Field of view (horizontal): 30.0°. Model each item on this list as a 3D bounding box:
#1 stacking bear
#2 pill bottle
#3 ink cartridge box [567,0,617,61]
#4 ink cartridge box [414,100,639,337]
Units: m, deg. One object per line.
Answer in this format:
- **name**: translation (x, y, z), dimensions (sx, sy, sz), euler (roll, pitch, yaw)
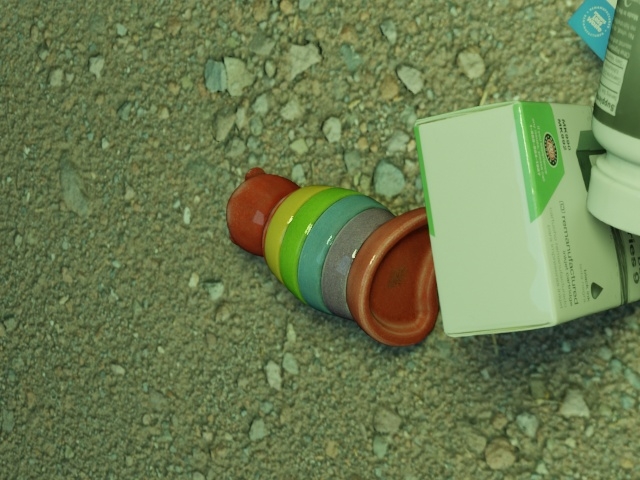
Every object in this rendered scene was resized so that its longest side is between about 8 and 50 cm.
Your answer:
- **stacking bear**: translation (0.000, 0.000, 1.482), dimensions (0.289, 0.164, 0.175), euler (25, 110, 39)
- **pill bottle**: translation (0.333, -0.150, 1.060), dimensions (0.161, 0.161, 0.283), euler (22, 115, 35)
- **ink cartridge box**: translation (0.371, -0.255, 1.164), dimensions (0.134, 0.078, 0.231), euler (51, 123, 21)
- **ink cartridge box**: translation (0.230, -0.028, 1.206), dimensions (0.121, 0.289, 0.211), euler (-10, 88, 36)
